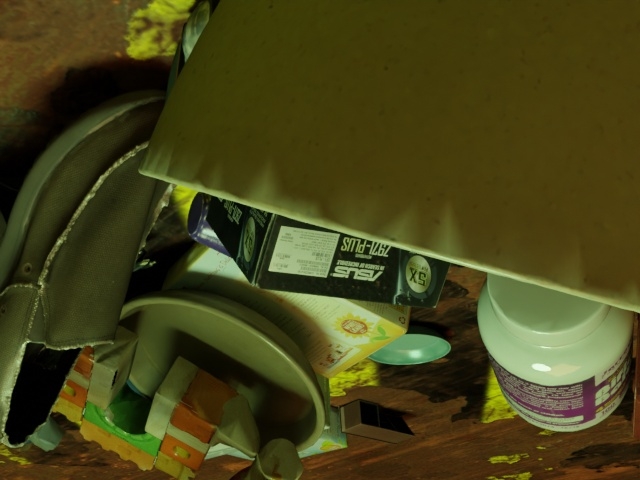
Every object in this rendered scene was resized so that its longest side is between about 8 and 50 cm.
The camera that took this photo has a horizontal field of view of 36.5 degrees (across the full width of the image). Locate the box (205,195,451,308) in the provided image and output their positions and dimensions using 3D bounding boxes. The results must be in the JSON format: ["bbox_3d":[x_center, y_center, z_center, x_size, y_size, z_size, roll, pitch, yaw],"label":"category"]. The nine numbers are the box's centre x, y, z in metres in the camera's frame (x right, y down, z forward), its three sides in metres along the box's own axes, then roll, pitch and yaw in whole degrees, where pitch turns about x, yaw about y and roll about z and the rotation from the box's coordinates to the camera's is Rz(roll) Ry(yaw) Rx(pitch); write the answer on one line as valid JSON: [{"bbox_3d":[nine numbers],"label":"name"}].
[{"bbox_3d":[0.008,-0.012,0.865,0.180,0.147,0.077,8,110,-27],"label":"box"}]

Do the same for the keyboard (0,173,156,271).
[{"bbox_3d":[-0.305,0.023,1.079,0.202,0.033,0.317,19,148,-21],"label":"keyboard"}]

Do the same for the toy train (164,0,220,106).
[{"bbox_3d":[0.037,-0.100,0.751,0.334,0.142,0.190,11,163,-27],"label":"toy train"}]

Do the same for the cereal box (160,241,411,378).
[{"bbox_3d":[-0.042,0.067,1.098,0.240,0.047,0.173,28,143,-19],"label":"cereal box"}]

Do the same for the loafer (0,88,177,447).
[{"bbox_3d":[-0.206,0.035,0.847,0.366,0.130,0.134,-54,159,18],"label":"loafer"}]

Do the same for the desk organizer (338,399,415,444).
[{"bbox_3d":[0.097,0.307,1.639,0.130,0.047,0.050,20,144,-36],"label":"desk organizer"}]

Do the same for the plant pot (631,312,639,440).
[{"bbox_3d":[0.479,0.131,1.099,0.236,0.267,0.267,2,155,18],"label":"plant pot"}]

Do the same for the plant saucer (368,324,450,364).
[{"bbox_3d":[0.120,0.142,1.341,0.119,0.021,0.119,0,153,0],"label":"plant saucer"}]

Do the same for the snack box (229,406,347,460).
[{"bbox_3d":[-0.085,0.312,1.615,0.175,0.070,0.207,-23,148,35],"label":"snack box"}]

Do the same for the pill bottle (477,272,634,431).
[{"bbox_3d":[0.269,0.101,1.102,0.169,0.169,0.301,-8,153,13],"label":"pill bottle"}]

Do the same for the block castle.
[{"bbox_3d":[-0.272,0.278,1.091,0.453,0.303,0.213,29,142,2],"label":"block castle"}]

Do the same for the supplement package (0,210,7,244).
[{"bbox_3d":[-0.384,0.017,0.914,0.134,0.139,0.244,6,149,0],"label":"supplement package"}]

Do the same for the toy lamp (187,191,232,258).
[{"bbox_3d":[0.000,0.000,0.993,0.275,0.080,0.080,12,150,-23],"label":"toy lamp"}]

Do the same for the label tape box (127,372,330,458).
[{"bbox_3d":[-0.186,0.198,1.340,0.249,0.115,0.348,-20,149,31],"label":"label tape box"}]

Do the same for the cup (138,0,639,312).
[{"bbox_3d":[0.100,-0.101,0.486,0.331,0.236,0.331,15,-178,-1],"label":"cup"}]

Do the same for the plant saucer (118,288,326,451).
[{"bbox_3d":[-0.117,0.151,1.130,0.278,0.041,0.277,17,139,15],"label":"plant saucer"}]
